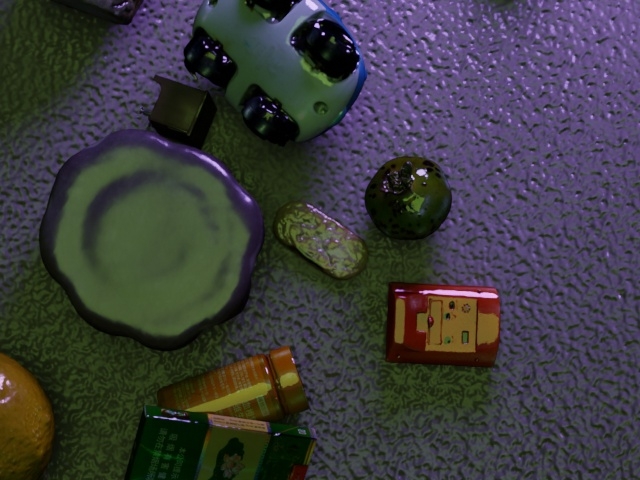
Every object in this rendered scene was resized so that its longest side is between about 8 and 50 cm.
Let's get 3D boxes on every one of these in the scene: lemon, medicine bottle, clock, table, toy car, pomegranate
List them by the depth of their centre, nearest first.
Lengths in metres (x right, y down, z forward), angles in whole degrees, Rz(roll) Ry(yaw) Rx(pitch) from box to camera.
[{"bbox_3d":[-0.451,0.242,1.804,0.192,0.192,0.231,-44,103,-5],"label":"lemon"},{"bbox_3d":[-0.118,0.216,1.855,0.192,0.096,0.096,-18,83,-2],"label":"medicine bottle"},{"bbox_3d":[0.116,-0.064,1.863,0.122,0.161,0.122,-4,70,12],"label":"pomegranate"},{"bbox_3d":[-0.049,-0.253,1.869,0.255,0.190,0.188,43,108,9],"label":"toy car"},{"bbox_3d":[0.169,0.115,1.885,0.155,0.061,0.113,3,83,-2],"label":"clock"},{"bbox_3d":[-0.200,-0.178,1.911,0.082,0.083,0.070,20,80,9],"label":"table"}]

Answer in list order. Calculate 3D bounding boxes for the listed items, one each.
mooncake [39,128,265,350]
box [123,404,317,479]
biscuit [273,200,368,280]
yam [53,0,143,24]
[{"bbox_3d":[-0.224,0.000,1.853,0.306,0.154,0.306,0,84,0],"label":"mooncake"},{"bbox_3d":[-0.133,0.294,1.815,0.235,0.034,0.132,11,113,-17],"label":"box"},{"bbox_3d":[0.000,0.000,1.920,0.147,0.018,0.071,34,82,5],"label":"biscuit"},{"bbox_3d":[-0.282,-0.432,1.905,0.161,0.161,0.268,26,83,3],"label":"yam"}]
